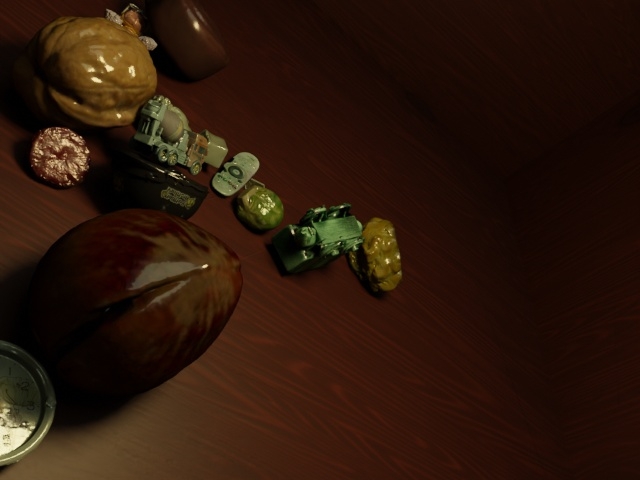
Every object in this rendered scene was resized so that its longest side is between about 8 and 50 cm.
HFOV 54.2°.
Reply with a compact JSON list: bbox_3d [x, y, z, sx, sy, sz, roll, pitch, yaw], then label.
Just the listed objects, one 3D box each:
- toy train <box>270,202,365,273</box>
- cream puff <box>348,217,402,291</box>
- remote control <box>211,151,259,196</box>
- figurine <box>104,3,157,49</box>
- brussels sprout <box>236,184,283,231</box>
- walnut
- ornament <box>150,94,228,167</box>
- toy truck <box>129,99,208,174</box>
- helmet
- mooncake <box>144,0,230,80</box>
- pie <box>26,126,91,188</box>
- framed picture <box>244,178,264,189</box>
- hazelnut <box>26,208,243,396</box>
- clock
[{"bbox_3d":[0.000,0.000,1.979,0.299,0.238,0.166,-9,68,-52],"label":"toy train"},{"bbox_3d":[0.193,0.054,2.258,0.282,0.185,0.281,-9,90,-89],"label":"cream puff"},{"bbox_3d":[-0.274,-0.214,2.017,0.097,0.045,0.256,37,37,0],"label":"remote control"},{"bbox_3d":[-0.601,-0.634,1.932,0.175,0.116,0.240,32,31,-27],"label":"figurine"},{"bbox_3d":[-0.183,-0.104,1.960,0.155,0.118,0.155,34,43,-40],"label":"brussels sprout"},{"bbox_3d":[-0.580,-0.415,1.587,0.306,0.306,0.344,60,26,10],"label":"walnut"},{"bbox_3d":[-0.411,-0.314,1.868,0.285,0.120,0.130,38,15,-21],"label":"ornament"},{"bbox_3d":[-0.405,-0.277,1.695,0.108,0.140,0.257,23,2,23],"label":"toy truck"},{"bbox_3d":[-0.430,-0.123,1.597,0.231,0.160,0.279,26,5,40],"label":"helmet"},{"bbox_3d":[-0.431,-0.690,2.067,0.326,0.174,0.333,53,13,-46],"label":"mooncake"},{"bbox_3d":[-0.628,-0.198,1.502,0.155,0.036,0.154,-1,92,-37],"label":"pie"},{"bbox_3d":[-0.220,-0.179,2.087,0.089,0.007,0.066,25,41,-37],"label":"framed picture"},{"bbox_3d":[-0.383,0.106,1.297,0.429,0.402,0.402,-15,72,-50],"label":"hazelnut"},{"bbox_3d":[-0.597,0.291,1.113,0.236,0.053,0.236,30,39,-28],"label":"clock"}]
